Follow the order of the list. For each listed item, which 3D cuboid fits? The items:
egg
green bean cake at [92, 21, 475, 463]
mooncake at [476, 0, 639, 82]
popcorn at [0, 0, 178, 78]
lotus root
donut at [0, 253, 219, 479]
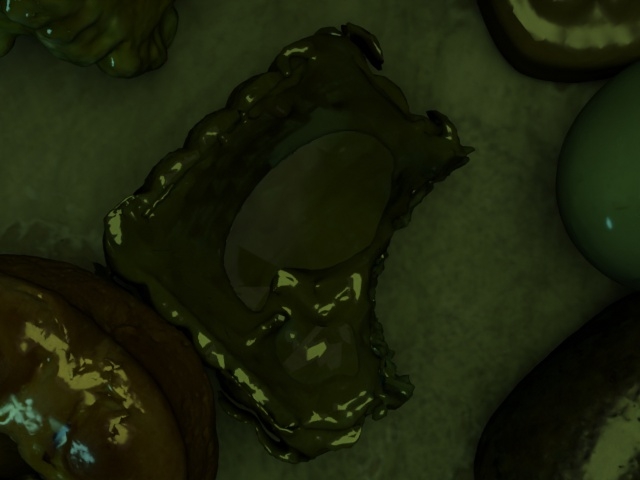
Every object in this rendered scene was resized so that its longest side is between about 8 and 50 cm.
[{"bbox_3d":[0.314,-0.062,1.238,0.282,0.203,0.203,-25,89,-39],"label":"egg"},{"bbox_3d":[0.000,0.000,1.234,0.285,0.202,0.310,44,87,-3],"label":"green bean cake"},{"bbox_3d":[0.233,-0.247,1.299,0.234,0.117,0.235,0,87,-6],"label":"mooncake"},{"bbox_3d":[-0.222,-0.288,1.190,0.279,0.335,0.274,31,76,8],"label":"popcorn"},{"bbox_3d":[0.244,0.154,1.263,0.152,0.160,0.275,44,86,-11],"label":"lotus root"},{"bbox_3d":[-0.238,0.148,1.182,0.317,0.150,0.299,40,119,5],"label":"donut"}]
